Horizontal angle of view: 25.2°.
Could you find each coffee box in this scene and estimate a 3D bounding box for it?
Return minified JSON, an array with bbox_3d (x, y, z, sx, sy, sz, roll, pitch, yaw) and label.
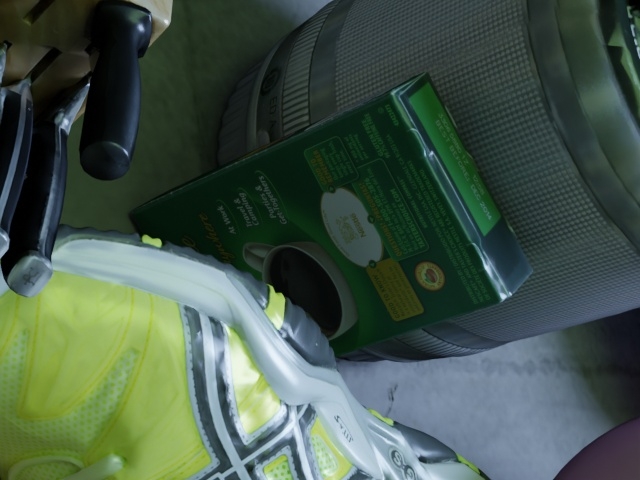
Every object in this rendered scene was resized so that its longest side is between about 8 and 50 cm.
[{"bbox_3d":[0.000,0.000,0.707,0.040,0.184,0.113,-39,102,-50],"label":"coffee box"}]

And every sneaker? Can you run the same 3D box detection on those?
[{"bbox_3d":[-0.044,0.123,0.639,0.385,0.145,0.147,35,51,-32],"label":"sneaker"}]

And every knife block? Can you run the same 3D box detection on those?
[{"bbox_3d":[-0.109,-0.101,0.589,0.242,0.088,0.276,57,27,11],"label":"knife block"}]

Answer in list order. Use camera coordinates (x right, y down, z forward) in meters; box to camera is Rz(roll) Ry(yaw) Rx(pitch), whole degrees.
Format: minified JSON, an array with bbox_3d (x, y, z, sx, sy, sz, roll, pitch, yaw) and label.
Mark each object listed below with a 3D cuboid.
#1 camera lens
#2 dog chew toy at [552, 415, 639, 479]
[{"bbox_3d":[0.106,-0.058,0.778,0.219,0.274,0.219,22,59,-41],"label":"camera lens"},{"bbox_3d":[0.207,0.201,0.795,0.332,0.206,0.206,64,15,-77],"label":"dog chew toy"}]
